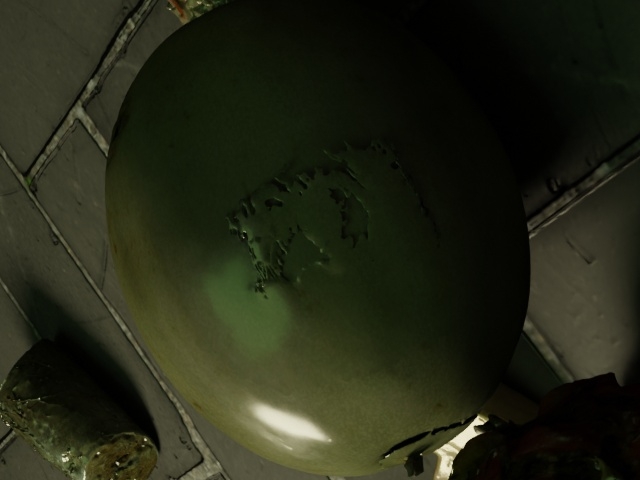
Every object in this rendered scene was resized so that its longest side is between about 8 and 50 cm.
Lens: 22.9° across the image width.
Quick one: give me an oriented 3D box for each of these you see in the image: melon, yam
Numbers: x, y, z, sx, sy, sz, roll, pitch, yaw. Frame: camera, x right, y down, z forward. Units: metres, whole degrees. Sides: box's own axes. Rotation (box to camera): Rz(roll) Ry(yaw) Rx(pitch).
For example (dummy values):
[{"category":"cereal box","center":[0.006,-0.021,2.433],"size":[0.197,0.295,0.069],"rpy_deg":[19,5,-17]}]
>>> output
[{"category":"melon","center":[0.000,0.000,1.032],"size":[0.268,0.268,0.330],"rpy_deg":[-35,71,54]},{"category":"yam","center":[-0.256,0.185,1.621],"size":[0.183,0.107,0.107],"rpy_deg":[36,139,24]}]

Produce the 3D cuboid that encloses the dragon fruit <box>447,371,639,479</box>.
[{"category":"dragon fruit","center":[0.187,0.218,0.965],"size":[0.269,0.291,0.250],"rpy_deg":[-15,99,52]}]

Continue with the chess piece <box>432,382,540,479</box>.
[{"category":"chess piece","center":[0.043,0.111,1.217],"size":[0.301,0.137,0.137],"rpy_deg":[27,135,20]}]

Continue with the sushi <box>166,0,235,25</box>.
[{"category":"sushi","center":[-0.073,-0.204,1.140],"size":[0.090,0.078,0.150],"rpy_deg":[3,118,49]}]
